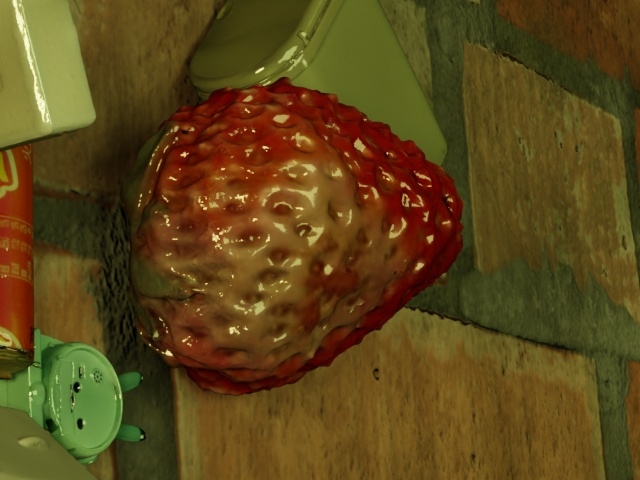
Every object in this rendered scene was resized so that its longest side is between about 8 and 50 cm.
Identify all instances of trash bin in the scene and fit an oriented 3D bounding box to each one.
[{"bbox_3d":[0.008,-0.122,1.739,0.247,0.121,0.243,60,36,-29],"label":"trash bin"}]

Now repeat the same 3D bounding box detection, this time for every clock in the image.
[{"bbox_3d":[-0.187,0.121,1.425,0.135,0.041,0.101,13,69,-54],"label":"clock"}]

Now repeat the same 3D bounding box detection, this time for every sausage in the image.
[{"bbox_3d":[-0.244,-0.035,1.368,0.083,0.083,0.264,22,59,-52],"label":"sausage"}]

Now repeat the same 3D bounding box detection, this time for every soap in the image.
[{"bbox_3d":[-0.247,-0.115,1.287,0.064,0.183,0.121,-16,93,-57],"label":"soap"}]

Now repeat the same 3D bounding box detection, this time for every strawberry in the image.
[{"bbox_3d":[0.000,0.000,1.557,0.336,0.149,0.265,-9,103,-36],"label":"strawberry"}]

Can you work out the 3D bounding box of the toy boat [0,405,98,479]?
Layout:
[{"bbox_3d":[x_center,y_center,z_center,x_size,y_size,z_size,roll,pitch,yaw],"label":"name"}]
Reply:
[{"bbox_3d":[-0.262,0.172,1.229,0.269,0.141,0.141,-6,84,-57],"label":"toy boat"}]
